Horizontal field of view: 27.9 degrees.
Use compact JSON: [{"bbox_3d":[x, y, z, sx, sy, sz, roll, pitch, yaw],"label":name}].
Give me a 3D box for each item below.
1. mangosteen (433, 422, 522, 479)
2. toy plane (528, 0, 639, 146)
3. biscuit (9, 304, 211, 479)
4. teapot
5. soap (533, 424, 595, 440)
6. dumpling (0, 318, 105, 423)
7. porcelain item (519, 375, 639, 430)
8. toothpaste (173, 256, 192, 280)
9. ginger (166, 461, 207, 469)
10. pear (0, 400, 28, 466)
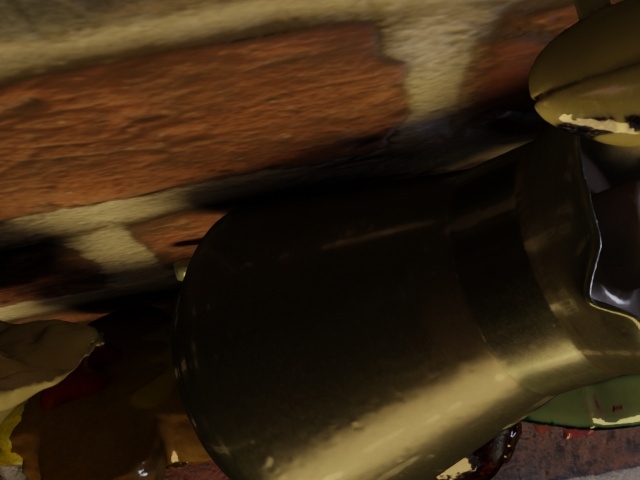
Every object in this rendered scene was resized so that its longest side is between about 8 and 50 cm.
[{"bbox_3d":[0.198,0.290,2.169,0.288,0.288,0.288,-9,169,-2],"label":"mangosteen"},{"bbox_3d":[0.204,-0.098,0.599,0.256,0.104,0.242,-5,171,-22],"label":"toy plane"},{"bbox_3d":[-0.088,0.124,1.206,0.394,0.076,0.368,-9,-159,4],"label":"biscuit"},{"bbox_3d":[0.097,0.044,0.926,0.344,0.253,0.300,-22,-175,33],"label":"teapot"},{"bbox_3d":[0.321,0.107,1.467,0.325,0.220,0.127,0,157,-38],"label":"soap"},{"bbox_3d":[-0.321,0.125,1.001,0.315,0.233,0.395,-11,-177,-6],"label":"dumpling"},{"bbox_3d":[0.266,0.069,1.174,0.286,0.157,0.281,-15,-174,-36],"label":"porcelain item"},{"bbox_3d":[0.000,0.000,1.108,0.255,0.037,0.067,-12,169,-4],"label":"toothpaste"},{"bbox_3d":[-0.097,0.163,1.423,0.274,0.152,0.357,4,179,-40],"label":"ginger"},{"bbox_3d":[-0.376,0.234,1.688,0.104,0.141,0.141,10,174,15],"label":"pear"}]
